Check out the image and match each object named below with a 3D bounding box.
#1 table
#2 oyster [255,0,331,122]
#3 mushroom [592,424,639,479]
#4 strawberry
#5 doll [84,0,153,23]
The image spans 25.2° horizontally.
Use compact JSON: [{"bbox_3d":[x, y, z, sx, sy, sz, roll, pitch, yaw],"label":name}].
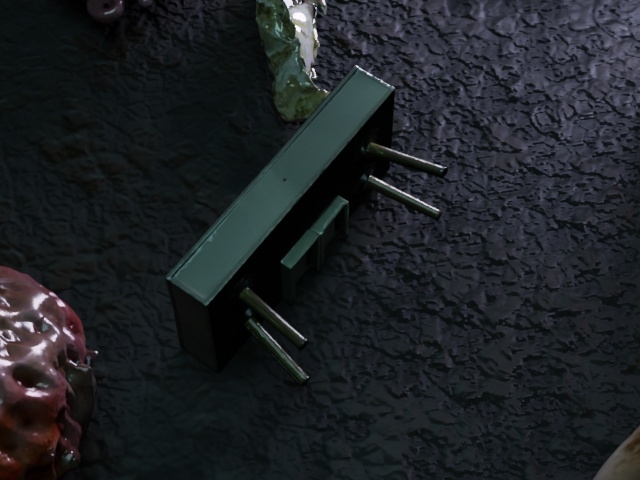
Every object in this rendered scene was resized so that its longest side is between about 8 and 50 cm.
[{"bbox_3d":[0.000,0.000,1.131,0.111,0.121,0.240,33,67,17],"label":"table"},{"bbox_3d":[-0.038,-0.201,1.274,0.061,0.106,0.200,-31,39,28],"label":"oyster"},{"bbox_3d":[0.333,0.236,0.897,0.362,0.294,0.362,0,59,0],"label":"mushroom"},{"bbox_3d":[-0.328,0.094,1.016,0.336,0.149,0.265,12,46,-11],"label":"strawberry"},{"bbox_3d":[-0.168,-0.306,1.318,0.211,0.093,0.262,15,64,12],"label":"doll"}]
